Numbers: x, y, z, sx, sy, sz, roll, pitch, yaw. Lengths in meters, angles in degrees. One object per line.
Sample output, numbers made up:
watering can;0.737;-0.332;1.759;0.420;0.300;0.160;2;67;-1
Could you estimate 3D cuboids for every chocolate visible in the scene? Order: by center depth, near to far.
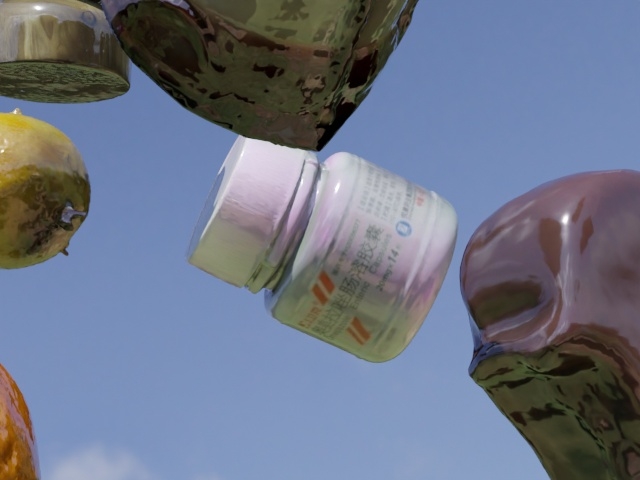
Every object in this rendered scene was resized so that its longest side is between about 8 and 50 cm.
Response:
chocolate;-0.027;-0.235;1.510;0.283;0.284;0.186;6;-34;-38

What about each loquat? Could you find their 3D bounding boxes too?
loquat;-0.329;-0.059;1.956;0.172;0.204;0.149;-23;-30;-38

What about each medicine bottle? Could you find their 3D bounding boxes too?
medicine bottle;0.000;0.000;2.444;0.302;0.241;0.241;25;-32;-8

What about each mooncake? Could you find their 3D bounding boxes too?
mooncake;0.270;0.113;1.683;0.326;0.334;0.174;25;-32;-34

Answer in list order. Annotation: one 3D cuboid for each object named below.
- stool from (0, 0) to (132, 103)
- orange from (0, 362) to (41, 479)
stool;-0.294;-0.300;2.100;0.179;0.264;0.179;2;-11;0
orange;-0.306;0.180;1.282;0.226;0.284;0.284;0;-26;-19
